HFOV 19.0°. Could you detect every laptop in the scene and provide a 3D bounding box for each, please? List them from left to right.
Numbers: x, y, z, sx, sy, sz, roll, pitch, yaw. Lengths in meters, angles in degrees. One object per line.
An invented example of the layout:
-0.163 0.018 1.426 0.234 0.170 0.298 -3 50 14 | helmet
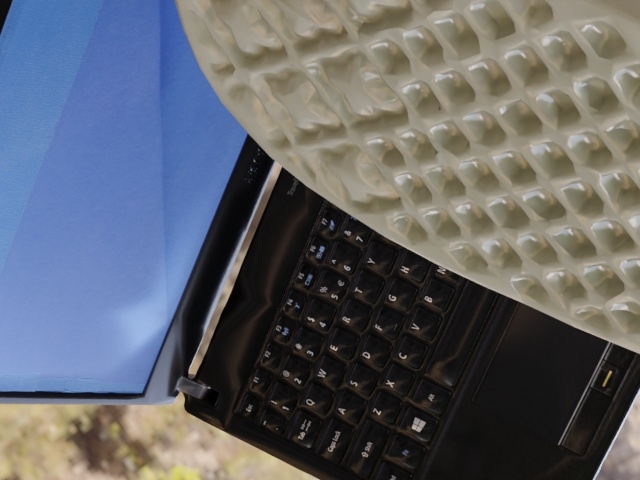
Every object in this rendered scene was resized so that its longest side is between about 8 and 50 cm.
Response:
0.000 0.000 0.708 0.234 0.264 0.136 -66 171 20 | laptop

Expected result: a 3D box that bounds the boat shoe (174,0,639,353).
0.201 -0.010 0.457 0.500 0.187 0.156 28 -124 20 | boat shoe
